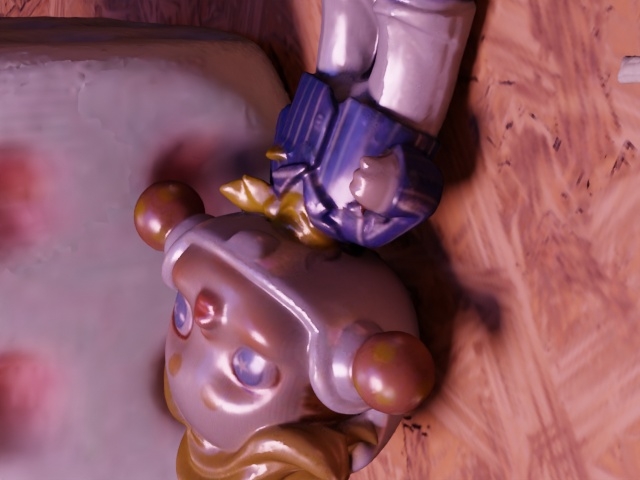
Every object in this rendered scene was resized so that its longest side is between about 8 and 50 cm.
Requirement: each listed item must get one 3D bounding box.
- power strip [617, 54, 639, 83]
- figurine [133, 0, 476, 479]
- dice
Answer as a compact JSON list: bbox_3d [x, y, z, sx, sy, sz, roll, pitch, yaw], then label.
[{"bbox_3d":[0.150,-0.042,0.470,0.175,0.042,0.075,29,122,60],"label":"power strip"},{"bbox_3d":[-0.006,-0.007,0.709,0.193,0.133,0.274,4,93,42],"label":"figurine"},{"bbox_3d":[-0.173,0.001,0.872,0.264,0.268,0.263,24,118,61],"label":"dice"}]
